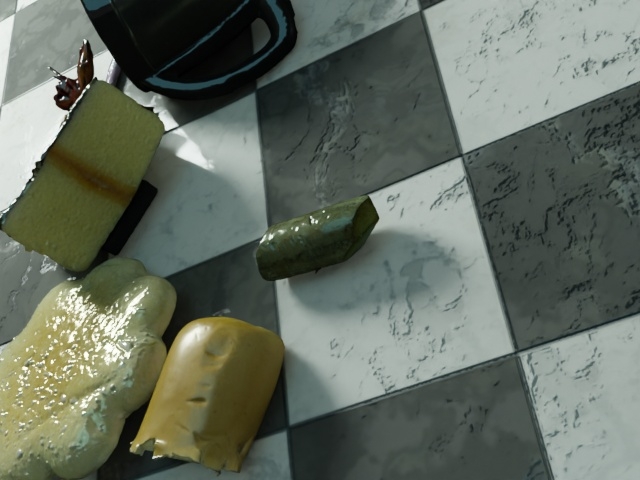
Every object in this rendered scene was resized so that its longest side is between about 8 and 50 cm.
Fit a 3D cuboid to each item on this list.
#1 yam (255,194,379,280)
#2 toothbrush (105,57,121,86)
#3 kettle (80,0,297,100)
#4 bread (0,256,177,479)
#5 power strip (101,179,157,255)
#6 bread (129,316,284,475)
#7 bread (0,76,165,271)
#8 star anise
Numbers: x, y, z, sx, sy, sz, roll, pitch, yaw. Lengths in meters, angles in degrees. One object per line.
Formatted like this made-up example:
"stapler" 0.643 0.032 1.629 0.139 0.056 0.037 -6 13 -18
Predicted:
"yam" 0.000 0.000 0.946 0.146 0.070 0.070 -16 54 22
"toothbrush" -0.332 -0.267 1.344 0.024 0.029 0.354 -18 53 39
"kettle" -0.178 -0.349 1.194 0.271 0.207 0.251 -28 43 4
"bread" -0.302 0.153 1.022 0.316 0.054 0.316 -23 45 24
"power strip" -0.265 -0.034 1.153 0.038 0.029 0.111 17 72 42
"bread" -0.120 0.160 0.904 0.134 0.085 0.173 1 62 33
"bread" -0.339 -0.089 1.139 0.178 0.135 0.240 9 68 54
"star anise" -0.353 -0.214 1.282 0.158 0.140 0.144 -34 17 -1
